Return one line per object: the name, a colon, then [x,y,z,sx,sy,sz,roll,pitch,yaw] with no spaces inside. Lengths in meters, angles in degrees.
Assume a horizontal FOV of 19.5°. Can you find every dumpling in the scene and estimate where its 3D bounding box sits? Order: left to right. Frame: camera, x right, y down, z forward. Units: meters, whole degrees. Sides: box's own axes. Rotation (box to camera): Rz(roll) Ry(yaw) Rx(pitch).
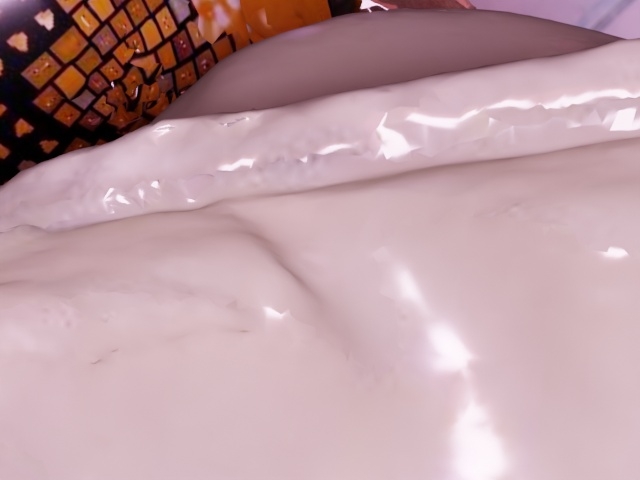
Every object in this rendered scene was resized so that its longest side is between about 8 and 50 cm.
dumpling: [-0.008,0.079,0.539,0.315,0.395,0.233,0,50,-5]

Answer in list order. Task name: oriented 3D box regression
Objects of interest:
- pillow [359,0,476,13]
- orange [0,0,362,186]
pillow: [0.003,0.001,0.693,0.135,0.034,0.211,39,86,-8]
orange: [-0.093,-0.098,0.584,0.182,0.234,0.234,3,92,26]
